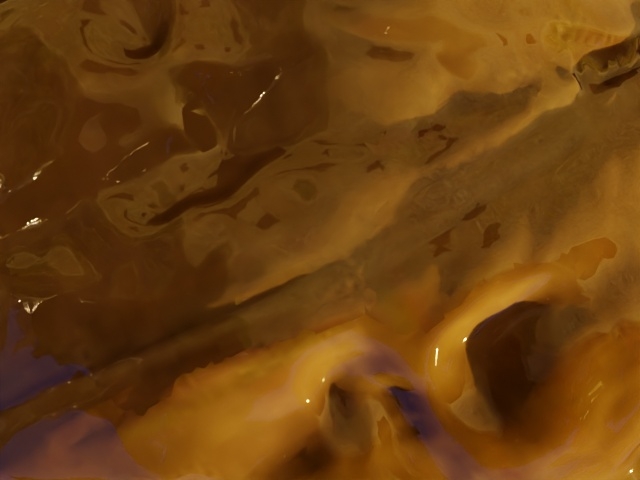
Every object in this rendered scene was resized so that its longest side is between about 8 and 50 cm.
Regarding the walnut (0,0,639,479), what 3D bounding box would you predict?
[{"bbox_3d":[0.000,0.000,0.656,0.398,0.354,0.308,-24,173,2],"label":"walnut"}]
